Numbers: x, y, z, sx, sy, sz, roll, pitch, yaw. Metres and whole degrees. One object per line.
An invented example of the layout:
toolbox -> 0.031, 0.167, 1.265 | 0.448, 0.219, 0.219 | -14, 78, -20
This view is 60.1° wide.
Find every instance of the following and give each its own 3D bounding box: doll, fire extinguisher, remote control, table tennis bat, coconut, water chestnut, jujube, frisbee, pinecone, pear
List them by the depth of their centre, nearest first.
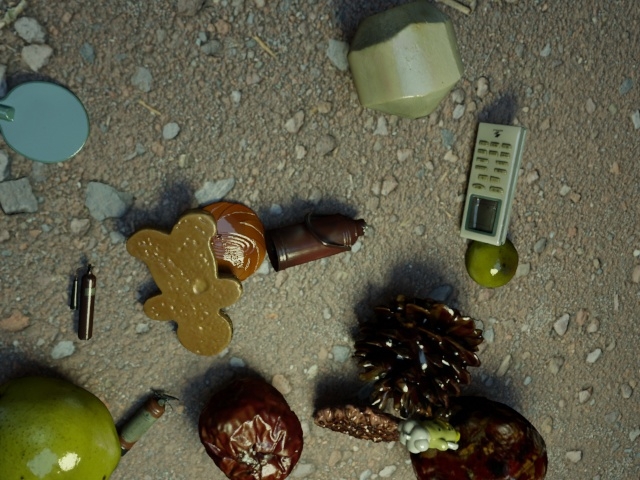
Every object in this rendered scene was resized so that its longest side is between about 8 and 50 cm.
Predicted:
table tennis bat -> -0.562, -0.232, 1.035 | 0.244, 0.040, 0.153 | 12, 100, -23
pear -> -0.554, 0.407, 1.093 | 0.294, 0.294, 0.295 | -4, 106, -15
coconut -> 0.170, -0.354, 1.128 | 0.241, 0.241, 0.241 | -4, 106, -15
fire extinguisher -> -0.496, 0.123, 1.159 | 0.048, 0.035, 0.173 | 14, 104, 19
frisbee -> -0.208, 0.011, 1.209 | 0.191, 0.035, 0.192 | -5, 107, -16
fire extinguisher -> -0.399, 0.410, 1.254 | 0.062, 0.050, 0.177 | 44, 90, -3
doll -> 0.246, 0.441, 1.260 | 0.162, 0.106, 0.062 | 10, 100, -38
jujube -> -0.157, 0.437, 1.261 | 0.212, 0.213, 0.232 | -33, 107, -5
pinecone -> 0.224, 0.274, 1.299 | 0.298, 0.242, 0.296 | 39, 87, -14
remote control -> 0.405, -0.134, 1.310 | 0.055, 0.102, 0.278 | -10, 112, -51
pear -> 0.437, 0.053, 1.380 | 0.140, 0.104, 0.141 | -6, 111, -17
water chestnut -> 0.402, 0.572, 1.388 | 0.335, 0.335, 0.347 | -15, 92, -12

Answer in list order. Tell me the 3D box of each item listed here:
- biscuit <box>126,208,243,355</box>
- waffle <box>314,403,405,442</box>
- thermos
biscuit -> -0.279, 0.102, 1.191 | 0.215, 0.047, 0.340 | -17, 115, 3
waffle -> 0.107, 0.445, 1.345 | 0.234, 0.221, 0.056 | 21, 60, -14
thermos -> -0.001, -0.002, 1.234 | 0.231, 0.099, 0.124 | -15, 147, -19
